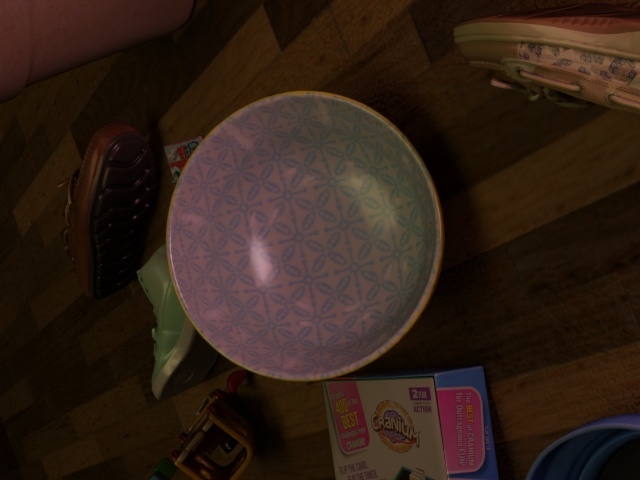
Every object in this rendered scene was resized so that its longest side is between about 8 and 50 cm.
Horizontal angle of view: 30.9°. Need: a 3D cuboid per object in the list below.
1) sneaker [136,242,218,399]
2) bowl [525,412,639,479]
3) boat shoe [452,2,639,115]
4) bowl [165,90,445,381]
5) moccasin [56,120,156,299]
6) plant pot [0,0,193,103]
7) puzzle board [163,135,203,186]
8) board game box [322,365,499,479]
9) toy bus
[{"bbox_3d":[-0.222,0.116,1.737,0.151,0.094,0.256,47,133,26],"label":"sneaker"},{"bbox_3d":[0.325,0.324,0.965,0.391,0.077,0.391,34,133,46],"label":"bowl"},{"bbox_3d":[0.209,-0.130,0.879,0.285,0.105,0.089,20,119,53],"label":"boat shoe"},{"bbox_3d":[0.000,0.000,1.214,0.289,0.289,0.156,65,-167,11],"label":"bowl"},{"bbox_3d":[-0.343,-0.060,1.821,0.147,0.139,0.380,50,154,18],"label":"moccasin"},{"bbox_3d":[-0.340,-0.347,1.469,0.334,0.305,0.333,36,135,45],"label":"plant pot"},{"bbox_3d":[-0.186,-0.094,1.647,0.128,0.011,0.096,-4,102,60],"label":"puzzle board"},{"bbox_3d":[0.105,0.300,1.269,0.242,0.064,0.316,-13,84,60],"label":"board game box"},{"bbox_3d":[-0.145,0.295,1.694,0.104,0.202,0.191,38,139,-3],"label":"toy bus"}]
